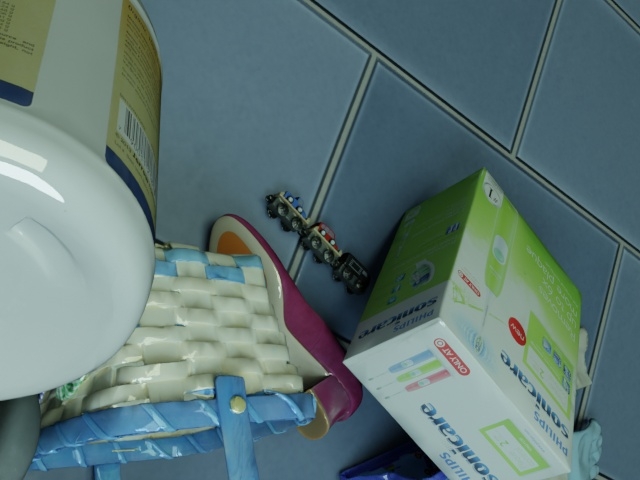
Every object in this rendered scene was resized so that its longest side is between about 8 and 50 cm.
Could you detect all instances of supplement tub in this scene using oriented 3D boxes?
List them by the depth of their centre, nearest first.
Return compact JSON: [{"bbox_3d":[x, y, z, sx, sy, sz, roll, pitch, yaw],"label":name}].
[{"bbox_3d":[-0.223,-0.078,0.552,0.228,0.228,0.316,27,34,-29],"label":"supplement tub"}]

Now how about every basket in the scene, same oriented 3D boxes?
[{"bbox_3d":[-0.128,0.166,0.653,0.201,0.255,0.288,0,67,-39],"label":"basket"}]

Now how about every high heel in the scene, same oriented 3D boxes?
[{"bbox_3d":[-0.029,0.077,0.845,0.244,0.082,0.117,59,25,1],"label":"high heel"}]

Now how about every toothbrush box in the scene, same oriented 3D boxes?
[{"bbox_3d":[0.165,0.088,0.860,0.206,0.122,0.283,49,36,-14],"label":"toothbrush box"}]

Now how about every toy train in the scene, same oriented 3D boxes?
[{"bbox_3d":[0.000,0.000,0.885,0.158,0.027,0.036,45,59,-23],"label":"toy train"}]

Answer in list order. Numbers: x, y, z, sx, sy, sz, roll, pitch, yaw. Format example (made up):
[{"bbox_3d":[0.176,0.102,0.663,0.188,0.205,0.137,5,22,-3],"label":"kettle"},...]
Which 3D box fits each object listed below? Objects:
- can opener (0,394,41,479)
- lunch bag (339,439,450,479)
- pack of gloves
[{"bbox_3d":[-0.237,0.083,0.609,0.074,0.093,0.280,63,13,-47],"label":"can opener"},{"bbox_3d":[0.190,0.318,0.933,0.293,0.138,0.220,-15,91,-44],"label":"lunch bag"},{"bbox_3d":[0.325,0.222,1.026,0.232,0.046,0.195,-8,89,-55],"label":"pack of gloves"}]
